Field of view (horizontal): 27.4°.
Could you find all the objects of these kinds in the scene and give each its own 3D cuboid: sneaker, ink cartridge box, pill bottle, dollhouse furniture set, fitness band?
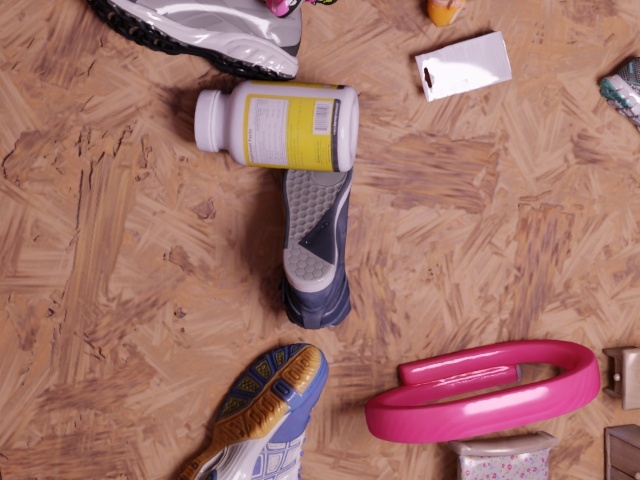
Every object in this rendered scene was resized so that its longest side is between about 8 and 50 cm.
[{"bbox_3d":[-0.002,0.000,1.604,0.086,0.163,0.226,4,56,9],"label":"sneaker"},{"bbox_3d":[0.176,-0.216,1.633,0.115,0.029,0.063,-17,101,-7],"label":"ink cartridge box"},{"bbox_3d":[-0.051,-0.137,1.548,0.184,0.103,0.103,4,97,9],"label":"pill bottle"},{"bbox_3d":[0.283,0.301,1.623,0.355,0.174,0.303,-4,98,-19],"label":"dollhouse furniture set"},{"bbox_3d":[-0.148,-0.269,1.538,0.271,0.100,0.108,16,85,-18],"label":"sneaker"},{"bbox_3d":[-0.007,-0.301,1.537,0.063,0.170,0.075,-20,119,35],"label":"sneaker"},{"bbox_3d":[0.436,-0.167,1.673,0.166,0.065,0.076,44,84,-14],"label":"sneaker"},{"bbox_3d":[0.195,0.184,1.597,0.290,0.209,0.054,-13,101,-8],"label":"fitness band"},{"bbox_3d":[-0.070,0.265,1.626,0.131,0.112,0.296,35,92,-30],"label":"sneaker"}]

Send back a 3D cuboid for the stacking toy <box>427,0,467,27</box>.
[{"bbox_3d":[0.195,-0.397,1.563,0.165,0.175,0.302,16,106,-10],"label":"stacking toy"}]
